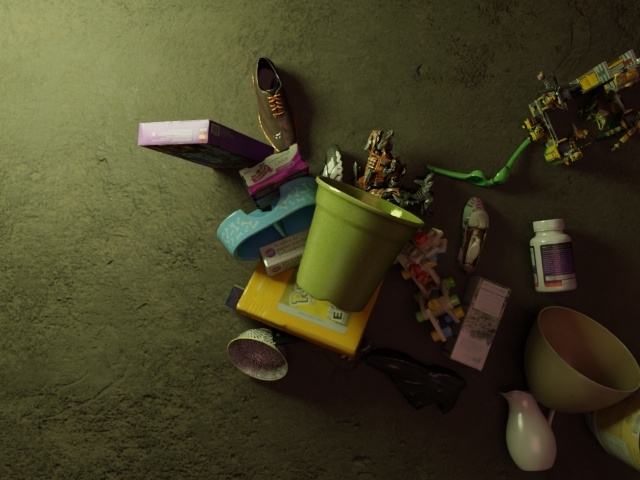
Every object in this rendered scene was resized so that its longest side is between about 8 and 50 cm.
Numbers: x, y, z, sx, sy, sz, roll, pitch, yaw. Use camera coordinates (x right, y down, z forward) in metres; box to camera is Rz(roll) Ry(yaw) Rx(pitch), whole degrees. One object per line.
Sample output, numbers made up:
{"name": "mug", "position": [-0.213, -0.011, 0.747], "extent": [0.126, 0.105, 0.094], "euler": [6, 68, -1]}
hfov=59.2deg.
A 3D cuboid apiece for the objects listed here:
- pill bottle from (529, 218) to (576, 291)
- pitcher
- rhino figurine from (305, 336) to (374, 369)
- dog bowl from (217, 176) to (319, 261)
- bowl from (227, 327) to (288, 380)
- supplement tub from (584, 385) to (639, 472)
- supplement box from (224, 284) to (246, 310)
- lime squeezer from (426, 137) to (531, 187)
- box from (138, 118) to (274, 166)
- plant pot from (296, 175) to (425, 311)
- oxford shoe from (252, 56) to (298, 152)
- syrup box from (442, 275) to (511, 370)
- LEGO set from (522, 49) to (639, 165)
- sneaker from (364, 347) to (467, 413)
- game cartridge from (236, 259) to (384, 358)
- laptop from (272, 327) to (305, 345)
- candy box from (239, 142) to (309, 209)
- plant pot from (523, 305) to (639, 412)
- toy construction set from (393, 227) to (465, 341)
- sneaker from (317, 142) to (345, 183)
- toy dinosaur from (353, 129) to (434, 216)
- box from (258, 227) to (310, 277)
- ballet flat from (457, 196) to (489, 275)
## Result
{"name": "pill bottle", "position": [0.637, 0.041, 1.548], "extent": [0.107, 0.108, 0.194], "euler": [-6, 89, -3]}
{"name": "pitcher", "position": [0.586, 0.505, 1.533], "extent": [0.177, 0.125, 0.207], "euler": [-4, 77, -18]}
{"name": "rhino figurine", "position": [0.017, 0.260, 1.527], "extent": [0.243, 0.073, 0.106], "euler": [30, 83, 6]}
{"name": "dog bowl", "position": [-0.115, -0.046, 1.431], "extent": [0.297, 0.166, 0.074], "euler": [-29, 65, 1]}
{"name": "bowl", "position": [-0.155, 0.288, 1.500], "extent": [0.170, 0.170, 0.080], "euler": [27, 44, -2]}
{"name": "supplement tub", "position": [0.854, 0.478, 1.433], "extent": [0.240, 0.331, 0.241], "euler": [0, 88, -2]}
{"name": "supplement box", "position": [-0.205, 0.161, 1.513], "extent": [0.083, 0.083, 0.056], "euler": [25, 87, -2]}
{"name": "lime squeezer", "position": [0.459, -0.201, 1.573], "extent": [0.310, 0.059, 0.110], "euler": [-15, 89, -2]}
{"name": "box", "position": [-0.271, -0.231, 1.391], "extent": [0.200, 0.293, 0.057], "euler": [3, 88, 25]}
{"name": "plant pot", "position": [0.069, 0.017, 1.327], "extent": [0.275, 0.276, 0.254], "euler": [23, 102, -2]}
{"name": "oxford shoe", "position": [-0.129, -0.363, 1.526], "extent": [0.096, 0.098, 0.272], "euler": [-20, 89, -3]}
{"name": "syrup box", "position": [0.424, 0.223, 1.537], "extent": [0.093, 0.096, 0.237], "euler": [22, 88, -2]}
{"name": "LEGO set", "position": [0.740, -0.358, 1.516], "extent": [0.330, 0.192, 0.255], "euler": [-16, 88, -7]}
{"name": "sneaker", "position": [0.248, 0.383, 1.523], "extent": [0.286, 0.109, 0.130], "euler": [21, 93, 0]}
{"name": "game cartridge", "position": [-0.013, 0.117, 1.461], "extent": [0.323, 0.053, 0.286], "euler": [20, 62, 8]}
{"name": "laptop", "position": [-0.025, 0.127, 1.497], "extent": [0.234, 0.264, 0.137], "euler": [-8, 125, -3]}
{"name": "candy box", "position": [-0.114, -0.159, 1.453], "extent": [0.159, 0.233, 0.071], "euler": [-27, 85, -5]}
{"name": "plant pot", "position": [0.653, 0.341, 1.483], "extent": [0.283, 0.284, 0.191], "euler": [22, 123, -2]}
{"name": "toy construction set", "position": [0.268, 0.087, 1.456], "extent": [0.151, 0.215, 0.328], "euler": [-15, 129, 10]}
{"name": "sneaker", "position": [0.011, -0.150, 1.537], "extent": [0.106, 0.078, 0.235], "euler": [1, 90, -5]}
{"name": "toy dinosaur", "position": [0.199, -0.135, 1.533], "extent": [0.218, 0.164, 0.322], "euler": [0, 124, 11]}
{"name": "box", "position": [0.000, 0.000, 1.467], "extent": [0.323, 0.067, 0.063], "euler": [-22, 62, -13]}
{"name": "ballet flat", "position": [0.426, -0.012, 1.553], "extent": [0.076, 0.079, 0.222], "euler": [12, 87, -2]}
